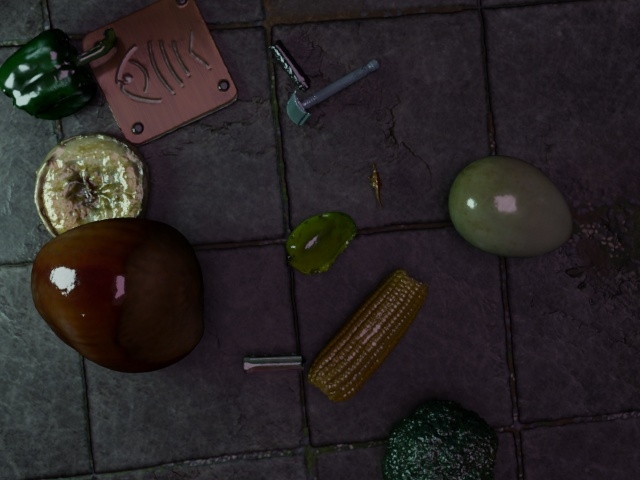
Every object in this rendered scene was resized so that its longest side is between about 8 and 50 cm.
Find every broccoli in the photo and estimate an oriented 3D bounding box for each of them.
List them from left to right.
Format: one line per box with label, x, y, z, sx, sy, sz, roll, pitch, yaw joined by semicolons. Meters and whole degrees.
broccoli;0.279;0.505;1.640;0.297;0.297;0.297;-46;131;-2

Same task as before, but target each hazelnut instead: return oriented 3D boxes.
hazelnut;-0.412;0.113;1.537;0.366;0.366;0.365;0;91;-3

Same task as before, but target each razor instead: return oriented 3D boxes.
razor;0.035;-0.348;1.675;0.232;0.106;0.068;-31;93;-12

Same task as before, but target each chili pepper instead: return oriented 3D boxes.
chili pepper;-0.561;-0.381;1.594;0.261;0.165;0.173;-31;85;5

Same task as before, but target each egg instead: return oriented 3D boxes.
egg;0.427;-0.066;1.632;0.295;0.218;0.218;26;90;-13

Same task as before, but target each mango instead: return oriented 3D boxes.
mango;-0.001;-0.001;1.669;0.178;0.100;0.119;-35;129;-10

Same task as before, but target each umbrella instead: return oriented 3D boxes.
umbrella;-0.070;-0.400;1.689;0.036;0.031;0.133;-35;94;24

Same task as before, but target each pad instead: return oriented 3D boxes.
pad;-0.368;-0.391;1.679;0.284;0.018;0.286;-26;91;-2

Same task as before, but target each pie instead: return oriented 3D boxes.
pie;-0.510;-0.111;1.655;0.274;0.055;0.274;0;91;-3

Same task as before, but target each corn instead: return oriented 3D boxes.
corn;0.111;0.212;1.664;0.131;0.131;0.344;39;88;-3

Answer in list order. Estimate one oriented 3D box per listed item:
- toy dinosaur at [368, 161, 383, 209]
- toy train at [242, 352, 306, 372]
toy dinosaur;0.130;-0.126;1.702;0.026;0.041;0.113;-9;96;-7
toy train;-0.105;0.279;1.678;0.148;0.071;0.038;-2;91;-4
